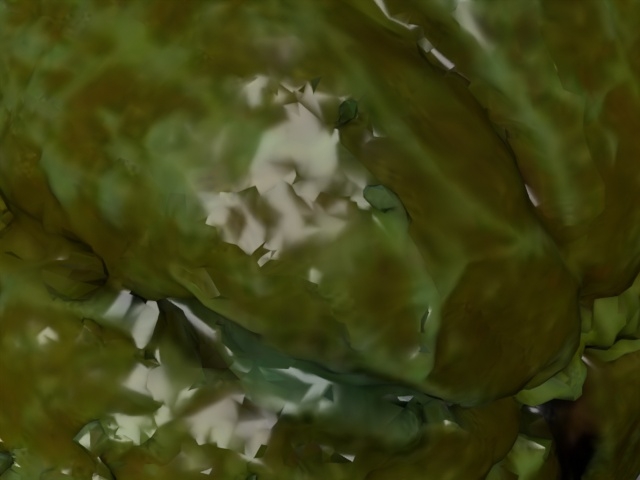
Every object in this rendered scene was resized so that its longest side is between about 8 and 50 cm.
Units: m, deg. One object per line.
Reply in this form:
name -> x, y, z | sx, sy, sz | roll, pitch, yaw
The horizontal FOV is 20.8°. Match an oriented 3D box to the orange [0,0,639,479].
orange -> 0.000, 0.000, 0.542 | 0.223, 0.300, 0.301 | 32, 107, 36
